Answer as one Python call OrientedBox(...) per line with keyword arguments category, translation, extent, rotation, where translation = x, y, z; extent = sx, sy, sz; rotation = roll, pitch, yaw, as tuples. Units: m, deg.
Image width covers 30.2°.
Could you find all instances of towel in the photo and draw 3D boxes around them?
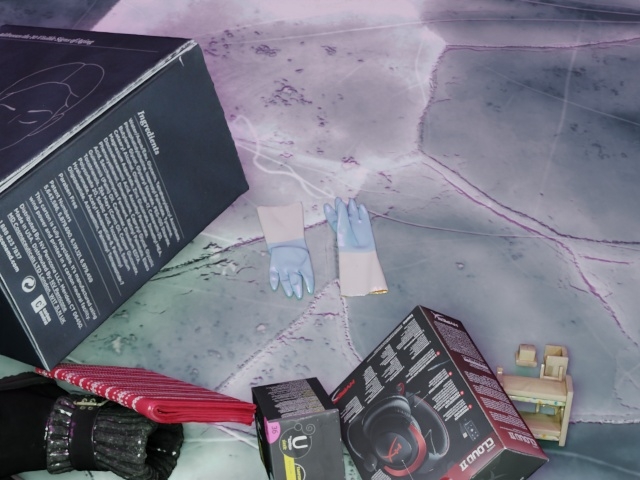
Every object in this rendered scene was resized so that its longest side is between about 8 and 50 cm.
OrientedBox(category="towel", translation=(-0.246, 0.214, 1.667), extent=(0.274, 0.031, 0.198), rotation=(10, -1, 43))

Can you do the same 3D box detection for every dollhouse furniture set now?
OrientedBox(category="dollhouse furniture set", translation=(0.282, 0.227, 1.806), extent=(0.181, 0.101, 0.161), rotation=(7, 21, 6))

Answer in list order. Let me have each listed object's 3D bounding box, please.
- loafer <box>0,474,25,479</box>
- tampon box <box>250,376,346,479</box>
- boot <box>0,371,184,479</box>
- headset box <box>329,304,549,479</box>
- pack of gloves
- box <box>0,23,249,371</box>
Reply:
OrientedBox(category="loafer", translation=(-0.438, 0.356, 1.634), extent=(0.302, 0.095, 0.109), rotation=(21, 49, 18))
OrientedBox(category="tampon box", translation=(-0.032, 0.275, 1.661), extent=(0.101, 0.121, 0.161), rotation=(-9, 11, -9))
OrientedBox(category="boot", translation=(-0.357, 0.278, 1.605), extent=(0.260, 0.131, 0.348), rotation=(17, 15, 16))
OrientedBox(category="headset box", translation=(0.158, 0.273, 1.640), extent=(0.110, 0.218, 0.293), rotation=(22, 28, -43))
OrientedBox(category="pack of gloves", translation=(0.000, 0.000, 2.028), extent=(0.195, 0.046, 0.232), rotation=(-5, 46, -8))
OrientedBox(category="box", translation=(-0.461, -0.096, 1.847), extent=(0.479, 0.297, 0.472), rotation=(12, 45, 38))
